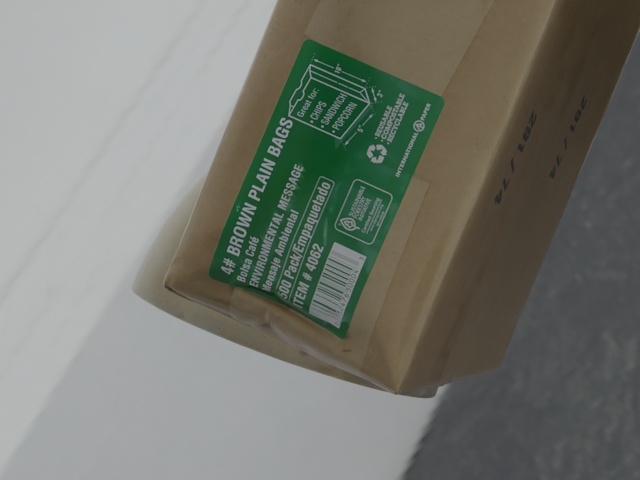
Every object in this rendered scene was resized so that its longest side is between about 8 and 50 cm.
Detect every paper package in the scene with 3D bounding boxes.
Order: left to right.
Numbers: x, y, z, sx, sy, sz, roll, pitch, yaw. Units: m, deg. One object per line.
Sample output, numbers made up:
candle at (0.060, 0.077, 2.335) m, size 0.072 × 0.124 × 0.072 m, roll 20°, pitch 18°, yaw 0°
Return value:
paper package at (0.073, -0.084, 1.158) m, size 0.325 × 0.168 × 0.309 m, roll -68°, pitch -17°, yaw 5°

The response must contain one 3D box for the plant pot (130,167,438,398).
plant pot at (0.000, 0.000, 1.564) m, size 0.284 × 0.284 × 0.191 m, roll 26°, pitch 97°, yaw 61°
